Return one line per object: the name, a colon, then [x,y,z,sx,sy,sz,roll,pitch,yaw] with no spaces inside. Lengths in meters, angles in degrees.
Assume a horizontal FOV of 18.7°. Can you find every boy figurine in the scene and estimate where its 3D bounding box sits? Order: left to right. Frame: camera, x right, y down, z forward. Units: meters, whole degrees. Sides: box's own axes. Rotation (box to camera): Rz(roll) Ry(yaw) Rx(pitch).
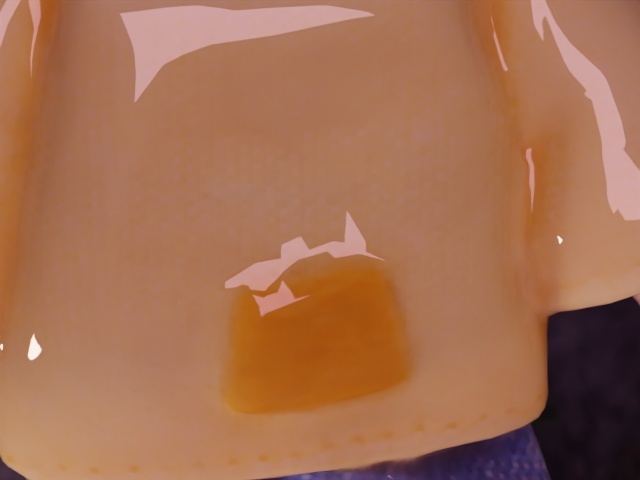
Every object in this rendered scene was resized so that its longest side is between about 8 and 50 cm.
boy figurine: [0.000,0.000,0.336,0.177,0.092,0.285,1,111,-4]
